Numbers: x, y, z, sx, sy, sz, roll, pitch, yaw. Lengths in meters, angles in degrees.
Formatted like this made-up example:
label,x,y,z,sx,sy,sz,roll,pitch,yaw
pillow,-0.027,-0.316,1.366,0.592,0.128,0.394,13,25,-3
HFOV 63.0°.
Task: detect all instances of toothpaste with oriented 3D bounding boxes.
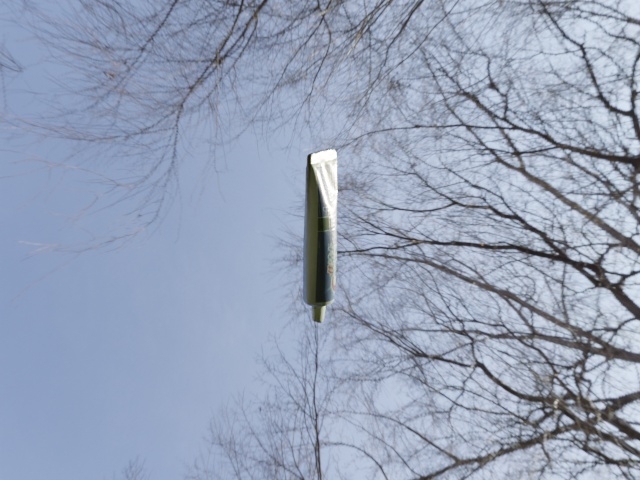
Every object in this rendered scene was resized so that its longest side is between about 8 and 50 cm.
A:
label,x,y,z,sx,sy,sz,roll,pitch,yaw
toothpaste,0.000,0.000,0.571,0.035,0.057,0.197,13,-69,30
